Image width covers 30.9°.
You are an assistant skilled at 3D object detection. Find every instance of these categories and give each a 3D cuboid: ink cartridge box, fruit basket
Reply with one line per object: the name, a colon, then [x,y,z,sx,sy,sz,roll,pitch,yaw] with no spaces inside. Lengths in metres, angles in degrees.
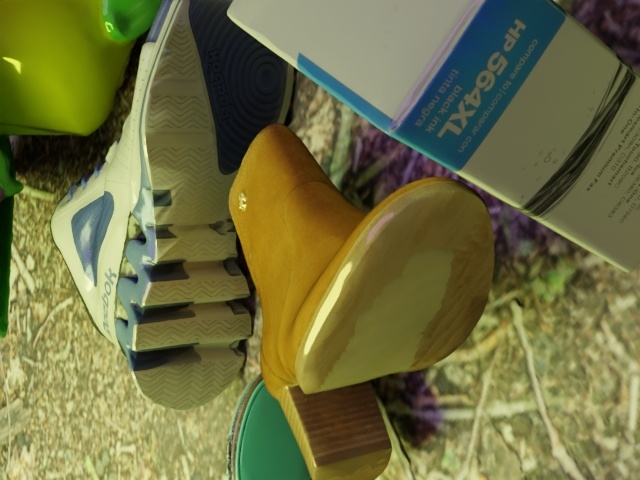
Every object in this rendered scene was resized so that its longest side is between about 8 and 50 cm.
ink cartridge box: [0.079,-0.077,0.566,0.086,0.203,0.148,-57,44,8]
fruit basket: [-0.298,-0.118,1.036,0.392,0.392,0.283,31,140,48]

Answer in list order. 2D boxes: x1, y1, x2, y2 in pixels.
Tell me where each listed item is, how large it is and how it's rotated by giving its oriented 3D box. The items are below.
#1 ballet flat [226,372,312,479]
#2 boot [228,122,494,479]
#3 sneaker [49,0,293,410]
ballet flat: [-0.036,0.186,0.815,0.070,0.070,0.188,-15,72,50]
boot: [0.001,0.000,0.696,0.295,0.104,0.211,104,151,-51]
sneaker: [-0.136,-0.044,0.903,0.182,0.127,0.316,21,105,48]
